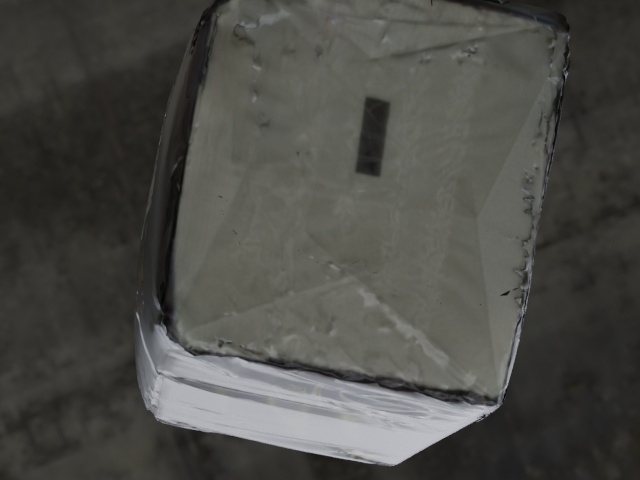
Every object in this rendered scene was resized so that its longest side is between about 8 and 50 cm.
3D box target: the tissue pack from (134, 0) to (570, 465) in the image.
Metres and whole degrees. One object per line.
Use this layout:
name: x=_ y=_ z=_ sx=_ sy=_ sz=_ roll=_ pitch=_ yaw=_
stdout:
tissue pack: x=0.000 y=0.000 z=1.045 sx=0.198 sy=0.210 sz=0.370 roll=14 pitch=169 yaw=-3
